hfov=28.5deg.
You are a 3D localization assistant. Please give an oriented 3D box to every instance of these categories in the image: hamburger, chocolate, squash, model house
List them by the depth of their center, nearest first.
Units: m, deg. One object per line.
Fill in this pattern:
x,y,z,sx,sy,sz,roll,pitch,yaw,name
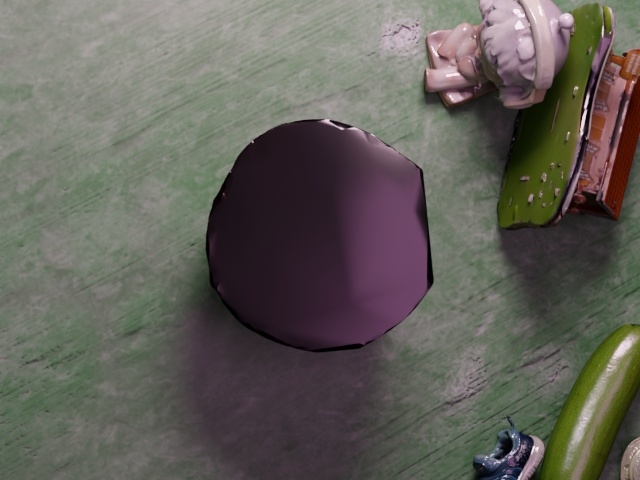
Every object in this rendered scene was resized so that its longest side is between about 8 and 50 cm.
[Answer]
0.000,0.000,1.539,0.283,0.186,0.284,0,85,5,chocolate
0.358,-0.139,1.635,0.154,0.207,0.294,16,85,-16,model house
0.363,0.238,1.683,0.082,0.082,0.292,29,79,-11,squash
0.464,0.307,1.722,0.121,0.054,0.084,-16,94,-7,hamburger

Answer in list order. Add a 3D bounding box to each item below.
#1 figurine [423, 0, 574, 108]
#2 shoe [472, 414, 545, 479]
0.229,-0.244,1.596,0.141,0.237,0.162,-14,94,-21,figurine
0.231,0.303,1.658,0.071,0.064,0.143,43,76,-10,shoe
